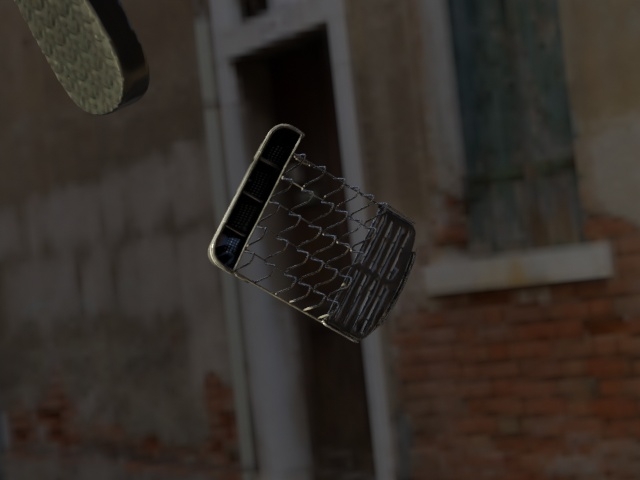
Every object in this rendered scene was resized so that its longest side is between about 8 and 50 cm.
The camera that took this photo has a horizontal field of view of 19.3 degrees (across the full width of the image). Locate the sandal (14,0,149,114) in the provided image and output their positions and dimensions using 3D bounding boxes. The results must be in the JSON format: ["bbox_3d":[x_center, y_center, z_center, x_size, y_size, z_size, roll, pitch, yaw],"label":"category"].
[{"bbox_3d":[-0.305,-0.358,2.110,0.107,0.445,0.167,-33,14,-38],"label":"sandal"}]

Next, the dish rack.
[{"bbox_3d":[0.000,0.000,2.442,0.271,0.208,0.074,31,-14,-16],"label":"dish rack"}]
